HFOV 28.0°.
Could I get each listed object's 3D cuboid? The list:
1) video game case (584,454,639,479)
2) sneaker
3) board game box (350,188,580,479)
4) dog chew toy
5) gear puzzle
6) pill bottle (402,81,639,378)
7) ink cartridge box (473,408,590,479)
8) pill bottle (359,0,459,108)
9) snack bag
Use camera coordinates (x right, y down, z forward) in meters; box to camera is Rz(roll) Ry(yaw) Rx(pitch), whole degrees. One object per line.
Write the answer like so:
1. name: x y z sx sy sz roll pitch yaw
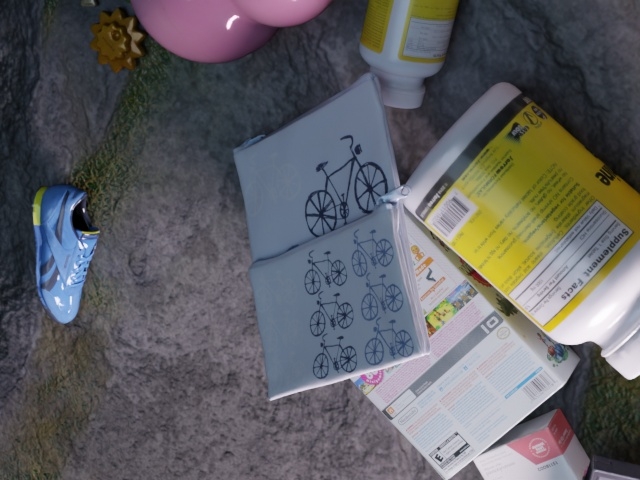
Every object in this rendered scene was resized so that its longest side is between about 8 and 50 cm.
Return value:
1. video game case: 0.419 0.401 1.552 0.248 0.035 0.275 12 120 6
2. sneaker: -0.355 0.023 1.818 0.082 0.069 0.209 6 109 19
3. board game box: 0.136 0.114 1.604 0.303 0.097 0.224 47 120 4
4. dog chew toy: -0.065 -0.328 1.474 0.331 0.206 0.207 -12 101 35
5. gear puzzle: -0.285 -0.384 1.662 0.175 0.044 0.339 7 110 23
6. pill bottle: 0.270 -0.006 1.450 0.334 0.188 0.188 42 119 6
7. ink cartridge box: 0.295 0.327 1.618 0.115 0.067 0.198 -29 93 29
8. pill bottle: 0.102 -0.253 1.493 0.103 0.103 0.184 20 114 18
9. snack bag: 0.000 0.000 1.529 0.323 0.037 0.343 -23 73 53
